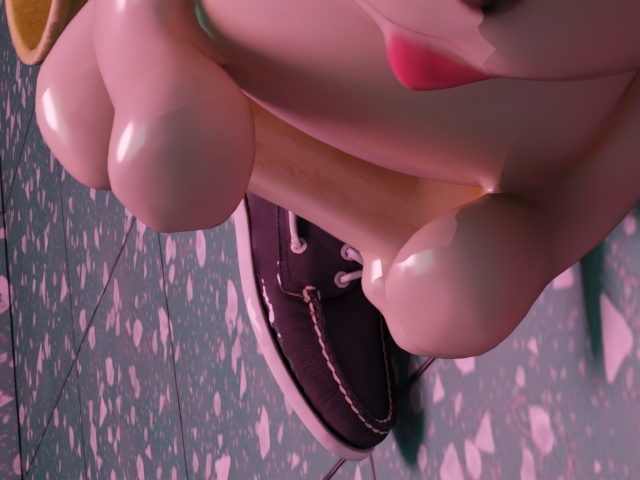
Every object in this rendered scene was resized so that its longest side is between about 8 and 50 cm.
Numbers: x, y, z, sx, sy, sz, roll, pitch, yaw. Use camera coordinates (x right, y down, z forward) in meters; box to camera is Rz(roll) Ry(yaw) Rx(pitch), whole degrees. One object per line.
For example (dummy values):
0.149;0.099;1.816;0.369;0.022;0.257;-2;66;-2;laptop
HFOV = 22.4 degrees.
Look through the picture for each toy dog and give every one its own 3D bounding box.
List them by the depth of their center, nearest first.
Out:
0.073;-0.138;0.682;0.395;0.284;0.408;-54;3;-10;toy dog

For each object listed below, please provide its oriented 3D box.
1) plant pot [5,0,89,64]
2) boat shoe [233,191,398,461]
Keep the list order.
-0.071;-0.253;1.096;0.276;0.254;0.276;180;90;-70;plant pot
0.000;0.000;1.117;0.091;0.114;0.302;-29;70;24;boat shoe
